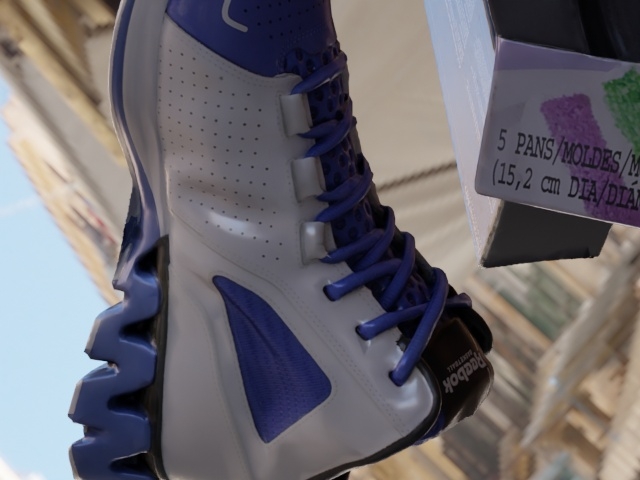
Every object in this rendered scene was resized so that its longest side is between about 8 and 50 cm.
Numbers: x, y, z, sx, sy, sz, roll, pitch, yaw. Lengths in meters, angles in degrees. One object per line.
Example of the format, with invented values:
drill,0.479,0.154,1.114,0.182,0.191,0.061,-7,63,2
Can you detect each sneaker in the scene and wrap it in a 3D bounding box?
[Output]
sneaker,0.000,0.001,0.765,0.127,0.182,0.315,-38,-39,-62

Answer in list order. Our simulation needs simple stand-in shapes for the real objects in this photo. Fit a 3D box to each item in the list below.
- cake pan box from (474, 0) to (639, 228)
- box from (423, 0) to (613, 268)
cake pan box,0.198,-0.114,0.632,0.070,0.267,0.245,-45,-34,-66
box,0.152,-0.138,1.224,0.103,0.261,0.184,-4,-27,-9
